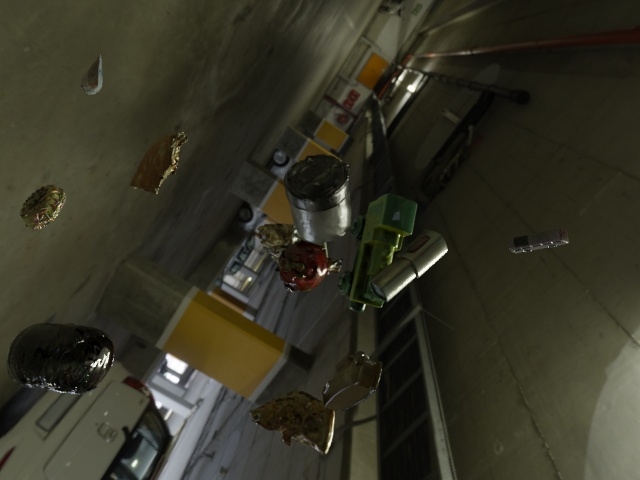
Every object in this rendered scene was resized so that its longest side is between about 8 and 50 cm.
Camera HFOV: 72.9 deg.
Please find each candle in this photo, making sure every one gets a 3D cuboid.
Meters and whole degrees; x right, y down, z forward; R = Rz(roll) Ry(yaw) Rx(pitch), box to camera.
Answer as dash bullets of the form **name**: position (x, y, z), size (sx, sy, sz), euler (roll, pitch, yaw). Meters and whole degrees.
- **candle**: position (0.005, -0.092, 1.285), size (0.330, 0.188, 0.187), euler (79, 33, -53)

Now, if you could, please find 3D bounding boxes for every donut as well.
- **donut**: position (-0.951, -0.119, 1.479), size (0.175, 0.068, 0.174), euler (-18, -129, 23)

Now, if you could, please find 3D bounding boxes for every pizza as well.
- **pizza**: position (-0.482, -0.226, 1.289), size (0.271, 0.134, 0.056), euler (-46, 154, 23)
- **pizza**: position (-0.094, 0.605, 1.491), size (0.071, 0.297, 0.189), euler (92, 18, -54)

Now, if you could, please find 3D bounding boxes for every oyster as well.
- **oyster**: position (-0.126, 0.003, 1.654), size (0.341, 0.110, 0.166), euler (56, 49, -62)

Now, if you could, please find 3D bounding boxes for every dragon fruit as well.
- **dragon fruit**: position (-0.017, 0.065, 1.089), size (0.246, 0.125, 0.125), euler (-1, 115, -52)

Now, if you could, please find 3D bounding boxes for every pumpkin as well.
- **pumpkin**: position (-0.629, 0.283, 1.058), size (0.233, 0.233, 0.163), euler (138, -37, -63)

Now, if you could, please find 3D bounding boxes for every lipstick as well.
- **lipstick**: position (0.254, 0.073, 1.256), size (0.253, 0.077, 0.079), euler (-38, -147, -19)

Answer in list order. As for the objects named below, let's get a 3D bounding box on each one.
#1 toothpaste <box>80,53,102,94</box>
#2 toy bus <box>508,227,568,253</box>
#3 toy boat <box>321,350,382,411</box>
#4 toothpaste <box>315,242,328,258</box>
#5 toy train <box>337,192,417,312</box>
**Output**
- **toothpaste**: position (-0.686, -0.491, 1.317), size (0.234, 0.057, 0.089), euler (9, -85, 54)
- **toy bus**: position (0.515, 0.001, 1.033), size (0.131, 0.052, 0.036), euler (-17, -113, 48)
- **toy boat**: position (0.079, 0.397, 1.238), size (0.321, 0.089, 0.121), euler (121, -17, -50)
- **toothpaste**: position (0.000, 0.000, 1.984), size (0.056, 0.058, 0.314), euler (26, 55, -78)
- **toy train**: position (0.176, 0.050, 1.392), size (0.237, 0.150, 0.368), euler (156, -51, -68)
